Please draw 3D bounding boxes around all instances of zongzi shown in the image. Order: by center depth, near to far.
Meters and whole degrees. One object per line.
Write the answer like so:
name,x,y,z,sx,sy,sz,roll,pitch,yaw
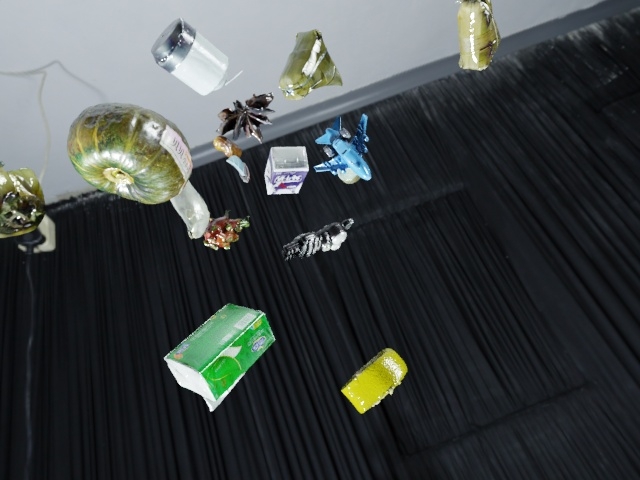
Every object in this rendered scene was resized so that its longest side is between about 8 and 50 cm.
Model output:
zongzi,0.379,-0.519,0.933,0.178,0.081,0.189,-50,138,-28
zongzi,-0.023,-0.572,1.470,0.125,0.251,0.274,14,163,35

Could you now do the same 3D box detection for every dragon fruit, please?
dragon fruit,-0.409,-0.053,1.758,0.236,0.135,0.137,-34,154,-20

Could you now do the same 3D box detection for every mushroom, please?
mushroom,-0.495,-0.176,1.442,0.109,0.351,0.097,-28,175,23

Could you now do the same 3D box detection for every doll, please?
doll,0.000,0.000,1.069,0.219,0.067,0.091,-23,156,-24

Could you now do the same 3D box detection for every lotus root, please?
lotus root,-0.745,-0.082,0.973,0.183,0.077,0.204,-49,158,-46

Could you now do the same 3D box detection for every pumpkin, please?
pumpkin,-0.413,-0.203,0.890,0.260,0.189,0.260,5,154,2

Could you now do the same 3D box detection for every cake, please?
cake,0.210,0.543,1.560,0.260,0.156,0.179,-51,167,25

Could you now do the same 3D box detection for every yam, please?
yam,0.129,-0.309,1.789,0.107,0.107,0.194,-27,-179,10

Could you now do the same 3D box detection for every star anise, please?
star anise,-0.303,-0.506,1.655,0.282,0.212,0.129,-34,155,-7

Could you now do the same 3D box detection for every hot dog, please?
hot dog,-0.378,-0.380,1.649,0.065,0.099,0.147,-56,173,3

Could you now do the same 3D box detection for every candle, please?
candle,-0.542,-0.779,1.772,0.221,0.221,0.342,-35,138,23

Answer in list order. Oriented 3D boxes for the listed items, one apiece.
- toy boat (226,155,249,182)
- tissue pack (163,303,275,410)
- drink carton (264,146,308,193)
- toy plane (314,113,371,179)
toy boat,-0.284,-0.263,1.383,0.034,0.096,0.122,-23,152,7
tissue pack,-0.229,0.280,0.974,0.209,0.148,0.156,-43,128,-41
drink carton,-0.139,-0.272,1.594,0.134,0.102,0.222,-7,164,-17
toy plane,0.087,-0.303,1.365,0.254,0.271,0.105,-45,142,18
